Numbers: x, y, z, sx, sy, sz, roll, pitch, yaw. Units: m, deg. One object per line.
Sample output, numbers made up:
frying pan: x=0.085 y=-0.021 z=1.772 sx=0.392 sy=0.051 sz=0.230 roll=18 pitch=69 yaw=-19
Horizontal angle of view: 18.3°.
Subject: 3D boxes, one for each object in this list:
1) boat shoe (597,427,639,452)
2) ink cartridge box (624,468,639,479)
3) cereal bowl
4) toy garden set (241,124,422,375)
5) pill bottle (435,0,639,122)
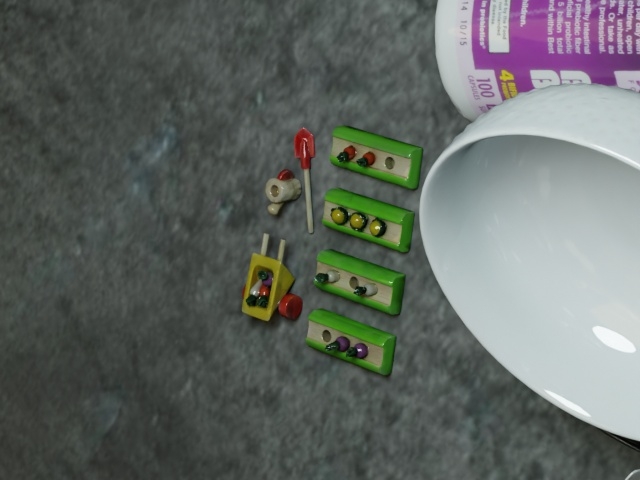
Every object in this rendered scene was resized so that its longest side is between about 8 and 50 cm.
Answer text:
boat shoe: x=0.301 y=0.139 z=1.793 sx=0.340 sy=0.127 sz=0.113 roll=20 pitch=149 yaw=32
ink cartridge box: x=0.289 y=0.293 z=1.818 sx=0.067 sy=0.115 sz=0.198 roll=45 pitch=124 yaw=30
cereal bowl: x=0.258 y=0.003 z=1.628 sx=0.339 sy=0.141 sz=0.339 roll=29 pitch=145 yaw=23
toy garden set: x=0.000 y=0.000 z=2.087 sx=0.204 sy=0.049 sz=0.244 roll=19 pitch=108 yaw=39
pill bottle: x=0.264 y=-0.177 z=1.680 sx=0.302 sy=0.169 sz=0.169 roll=2 pitch=98 yaw=31
